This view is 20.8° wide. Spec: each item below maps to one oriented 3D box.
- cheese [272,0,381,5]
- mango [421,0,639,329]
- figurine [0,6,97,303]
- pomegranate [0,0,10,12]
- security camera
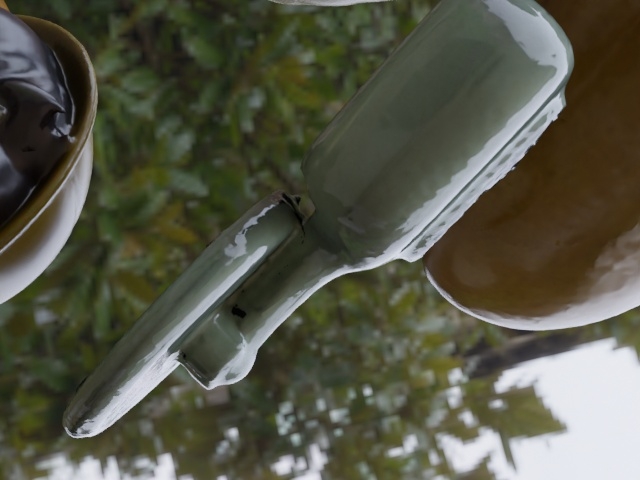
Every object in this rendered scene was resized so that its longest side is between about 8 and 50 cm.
[{"bbox_3d":[0.061,-0.140,0.501,0.226,0.214,0.117,-12,-83,23],"label":"cheese"},{"bbox_3d":[0.241,-0.117,1.131,0.232,0.300,0.446,46,-74,24],"label":"mango"},{"bbox_3d":[-0.212,-0.046,0.808,0.192,0.257,0.167,0,-98,22],"label":"figurine"},{"bbox_3d":[-0.344,-0.121,1.217,0.264,0.264,0.264,25,-61,55],"label":"pomegranate"},{"bbox_3d":[0.000,0.000,0.835,0.080,0.301,0.157,46,4,2],"label":"security camera"}]
